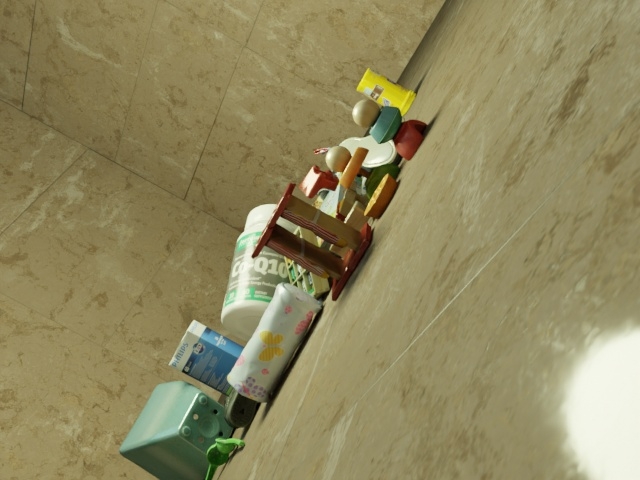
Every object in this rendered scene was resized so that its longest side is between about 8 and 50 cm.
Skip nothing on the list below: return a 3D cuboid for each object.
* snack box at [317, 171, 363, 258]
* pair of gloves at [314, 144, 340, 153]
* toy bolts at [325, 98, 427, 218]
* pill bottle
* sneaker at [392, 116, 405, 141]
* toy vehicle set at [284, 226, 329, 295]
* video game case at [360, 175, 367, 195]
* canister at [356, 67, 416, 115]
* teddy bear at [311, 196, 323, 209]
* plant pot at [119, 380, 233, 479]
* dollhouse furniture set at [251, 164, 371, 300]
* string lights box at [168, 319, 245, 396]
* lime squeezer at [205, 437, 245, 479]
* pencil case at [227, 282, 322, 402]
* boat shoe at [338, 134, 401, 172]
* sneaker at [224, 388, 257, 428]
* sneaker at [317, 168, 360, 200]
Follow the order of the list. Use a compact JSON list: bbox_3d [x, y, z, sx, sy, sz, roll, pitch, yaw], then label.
[{"bbox_3d":[0.040,-0.050,1.808,0.207,0.070,0.174,-80,16,-46],"label":"snack box"},{"bbox_3d":[0.076,-0.279,2.056,0.198,0.023,0.159,-10,7,33],"label":"pair of gloves"},{"bbox_3d":[0.104,-0.184,1.485,0.228,0.158,0.218,-59,4,28],"label":"toy bolts"},{"bbox_3d":[-0.150,0.089,1.944,0.204,0.204,0.361,123,159,-49],"label":"pill bottle"},{"bbox_3d":[0.171,-0.238,1.803,0.083,0.071,0.191,-79,9,-54],"label":"sneaker"},{"bbox_3d":[-0.040,0.071,1.721,0.267,0.035,0.166,129,129,-72],"label":"toy vehicle set"},{"bbox_3d":[0.139,-0.191,2.060,0.300,0.036,0.329,-62,3,-7],"label":"video game case"},{"bbox_3d":[0.205,-0.466,2.177,0.073,0.170,0.126,-61,3,-1],"label":"canister"},{"bbox_3d":[0.004,-0.089,2.587,0.338,0.113,0.245,-55,2,28],"label":"teddy bear"},{"bbox_3d":[-0.386,0.559,2.028,0.252,0.247,0.248,-32,24,46],"label":"plant pot"},{"bbox_3d":[-0.002,-0.041,1.538,0.152,0.201,0.374,-60,4,20],"label":"dollhouse furniture set"},{"bbox_3d":[-0.290,0.356,2.003,0.133,0.259,0.077,-59,4,19],"label":"string lights box"},{"bbox_3d":[-0.249,0.532,1.704,0.310,0.059,0.110,-57,5,36],"label":"lime squeezer"},{"bbox_3d":[-0.103,0.229,1.564,0.273,0.113,0.124,-61,-4,2],"label":"pencil case"},{"bbox_3d":[0.127,-0.204,1.726,0.254,0.079,0.095,7,66,58],"label":"boat shoe"},{"bbox_3d":[-0.185,0.375,1.777,0.130,0.087,0.227,-41,24,61],"label":"sneaker"},{"bbox_3d":[0.050,-0.182,2.105,0.153,0.101,0.268,-58,5,-1],"label":"sneaker"}]
